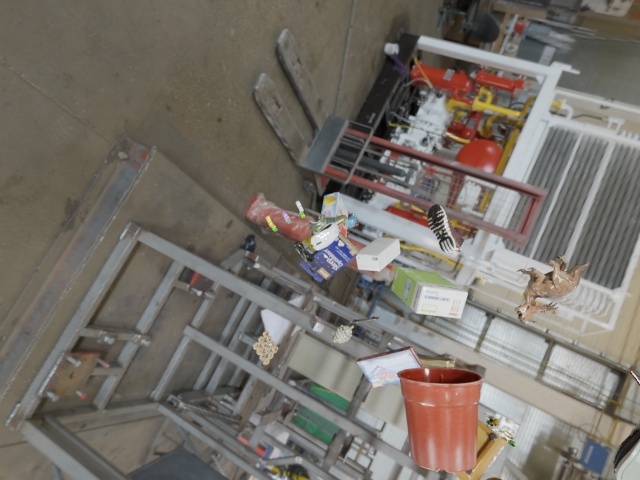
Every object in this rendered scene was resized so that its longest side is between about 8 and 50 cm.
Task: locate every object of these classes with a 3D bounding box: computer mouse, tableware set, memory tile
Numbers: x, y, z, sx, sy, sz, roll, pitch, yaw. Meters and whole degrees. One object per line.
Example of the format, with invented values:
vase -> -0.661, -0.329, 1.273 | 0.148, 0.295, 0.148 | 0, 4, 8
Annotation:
computer mouse -> 0.000, 0.000, 1.564 | 0.193, 0.042, 0.106 | -37, 115, -15
tableware set -> 0.706, 0.752, 1.599 | 0.024, 0.104, 0.154 | -42, 112, -23
memory tile -> -0.266, 0.525, 1.986 | 0.113, 0.012, 0.147 | -47, 128, -37

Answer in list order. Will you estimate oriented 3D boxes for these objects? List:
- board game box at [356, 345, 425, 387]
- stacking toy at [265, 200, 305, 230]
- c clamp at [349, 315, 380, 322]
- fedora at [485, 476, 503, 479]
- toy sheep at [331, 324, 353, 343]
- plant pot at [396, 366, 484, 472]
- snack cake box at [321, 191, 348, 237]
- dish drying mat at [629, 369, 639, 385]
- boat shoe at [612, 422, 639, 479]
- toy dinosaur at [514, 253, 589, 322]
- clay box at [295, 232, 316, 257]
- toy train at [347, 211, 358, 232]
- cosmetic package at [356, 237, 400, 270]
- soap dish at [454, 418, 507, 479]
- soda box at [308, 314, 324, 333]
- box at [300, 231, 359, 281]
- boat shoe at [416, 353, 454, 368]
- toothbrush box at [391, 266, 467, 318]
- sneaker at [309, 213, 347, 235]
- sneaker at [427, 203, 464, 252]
board game box -> 0.298, 0.534, 1.705 | 0.281, 0.145, 0.027 | -27, -173, 38
stacking toy -> -0.159, -0.109, 1.888 | 0.167, 0.052, 0.221 | -26, 174, -2
c clamp -> 0.232, 0.418, 2.149 | 0.137, 0.161, 0.022 | 73, 9, -81
fedora -> 0.600, 0.935, 1.452 | 0.194, 0.079, 0.194 | -56, -171, 14
toy sheep -> 0.113, 0.467, 2.035 | 0.132, 0.091, 0.091 | -36, 168, 16
plant pot -> 0.387, 0.568, 1.309 | 0.272, 0.273, 0.264 | 22, 66, -72
snack cake box -> 0.075, -0.114, 2.138 | 0.264, 0.089, 0.152 | -81, 152, -49
dish drying mat -> 1.067, 0.473, 1.367 | 0.008, 0.032, 0.083 | -43, -178, 23
boat shoe -> 0.857, 0.502, 1.030 | 0.302, 0.114, 0.091 | -56, 164, 18
toy dinosaur -> 0.860, 0.176, 1.510 | 0.296, 0.200, 0.127 | -29, 168, 32
clay box -> -0.026, 0.023, 2.285 | 0.222, 0.127, 0.053 | -43, 180, -40
toy train -> 0.127, -0.066, 2.590 | 0.248, 0.105, 0.143 | -40, -174, 14
cosmetic package -> 0.274, 0.061, 1.908 | 0.231, 0.118, 0.085 | -32, 118, -47
soap dish -> 0.534, 0.762, 1.589 | 0.229, 0.291, 0.118 | -42, 143, -16
soda box -> -0.025, 0.525, 2.556 | 0.062, 0.058, 0.183 | -61, -171, -1
box -> 0.038, 0.077, 1.721 | 0.225, 0.136, 0.036 | -41, -155, 13
boat shoe -> 0.528, 0.669, 2.141 | 0.123, 0.343, 0.123 | 11, 78, -65
toothbrush box -> 0.461, 0.219, 1.761 | 0.283, 0.207, 0.122 | -137, -123, -73
sneaker -> 0.032, -0.092, 1.883 | 0.192, 0.086, 0.064 | -30, 175, -23
sneaker -> 0.669, -0.052, 2.147 | 0.163, 0.281, 0.106 | 11, 148, -40
